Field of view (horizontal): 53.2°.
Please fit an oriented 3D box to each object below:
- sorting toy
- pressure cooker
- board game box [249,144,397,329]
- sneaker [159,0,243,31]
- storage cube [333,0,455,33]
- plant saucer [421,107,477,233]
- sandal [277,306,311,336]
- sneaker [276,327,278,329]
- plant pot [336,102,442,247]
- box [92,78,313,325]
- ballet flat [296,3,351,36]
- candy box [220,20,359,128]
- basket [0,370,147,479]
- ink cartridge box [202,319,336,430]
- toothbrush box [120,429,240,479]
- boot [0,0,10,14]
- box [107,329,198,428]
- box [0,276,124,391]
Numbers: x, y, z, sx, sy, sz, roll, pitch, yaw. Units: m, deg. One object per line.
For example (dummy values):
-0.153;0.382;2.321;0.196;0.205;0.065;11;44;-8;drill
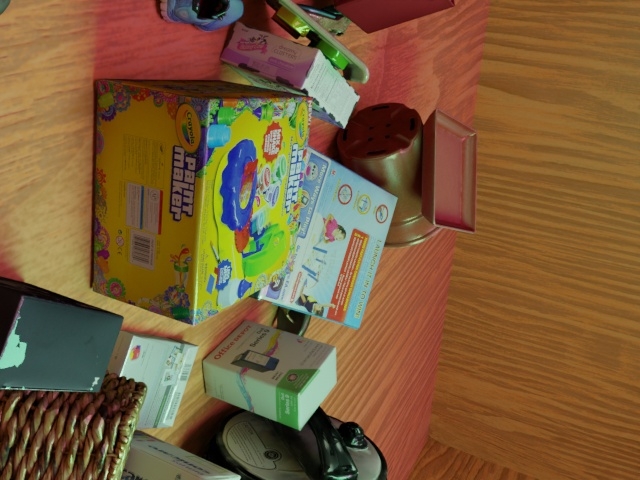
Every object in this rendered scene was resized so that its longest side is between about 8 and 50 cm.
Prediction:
-0.016;-0.330;1.030;0.038;0.208;0.193;-47;-163;6;sorting toy
-0.063;0.514;1.257;0.375;0.369;0.421;-15;120;-68;pressure cooker
0.000;0.000;1.316;0.302;0.086;0.308;24;81;-44;board game box
-0.155;-0.330;0.917;0.162;0.073;0.064;-33;132;-58;sneaker
0.134;-0.534;1.236;0.215;0.193;0.184;-5;85;-67;storage cube
0.298;-0.152;1.487;0.259;0.047;0.259;6;85;-56;plant saucer
-0.055;0.111;1.399;0.060;0.090;0.219;18;88;-50;sandal
-0.097;0.278;1.398;0.234;0.084;0.097;-42;142;-52;sneaker
0.170;-0.168;1.546;0.272;0.272;0.265;-61;145;-31;plant pot
-0.162;-0.075;0.925;0.279;0.177;0.290;-28;128;-61;box
0.004;-0.419;1.240;0.206;0.073;0.067;-27;142;-56;ballet flat
-0.046;-0.274;1.075;0.070;0.164;0.196;-64;156;2;candy box
-0.364;0.298;0.793;0.213;0.223;0.299;-174;-81;-80;basket
-0.095;0.251;1.225;0.154;0.212;0.093;-42;137;-51;ink cartridge box
-0.274;0.451;0.943;0.122;0.206;0.283;38;68;-65;toothbrush box
-0.349;-0.126;0.598;0.189;0.076;0.209;-35;129;-37;boot
-0.277;0.224;1.016;0.186;0.038;0.145;34;72;-67;box
-0.326;0.092;0.673;0.156;0.158;0.093;36;71;-66;box
